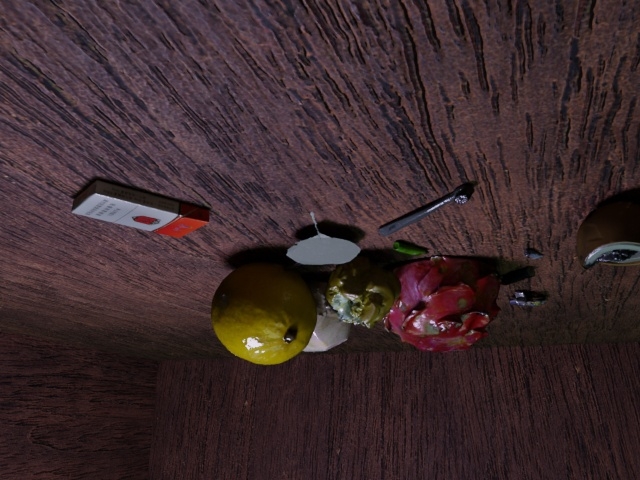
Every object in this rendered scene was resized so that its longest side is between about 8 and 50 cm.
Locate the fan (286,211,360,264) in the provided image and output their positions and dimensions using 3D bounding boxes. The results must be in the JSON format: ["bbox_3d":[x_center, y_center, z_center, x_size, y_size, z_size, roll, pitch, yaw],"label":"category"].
[{"bbox_3d":[0.000,-0.001,1.283,0.182,0.010,0.310,-4,156,4],"label":"fan"}]

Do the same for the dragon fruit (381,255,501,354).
[{"bbox_3d":[0.344,0.200,1.635,0.385,0.249,0.371,0,157,-7],"label":"dragon fruit"}]

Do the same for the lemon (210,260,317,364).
[{"bbox_3d":[-0.155,0.194,1.519,0.296,0.297,0.297,0,161,0],"label":"lemon"}]

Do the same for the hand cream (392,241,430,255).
[{"bbox_3d":[0.231,0.024,1.426,0.121,0.023,0.036,13,154,-43],"label":"hand cream"}]

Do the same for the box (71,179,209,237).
[{"bbox_3d":[-0.371,-0.060,1.160,0.245,0.035,0.139,17,155,-39],"label":"box"}]

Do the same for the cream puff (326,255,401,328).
[{"bbox_3d":[0.109,0.124,1.506,0.194,0.195,0.221,9,170,-25],"label":"cream puff"}]

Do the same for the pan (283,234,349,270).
[{"bbox_3d":[-0.016,0.030,1.411,0.212,0.040,0.114,-24,151,37],"label":"pan"}]

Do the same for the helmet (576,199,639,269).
[{"bbox_3d":[0.628,-0.014,1.146,0.198,0.130,0.224,-11,169,40],"label":"helmet"}]

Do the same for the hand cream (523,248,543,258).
[{"bbox_3d":[0.564,0.036,1.477,0.030,0.019,0.093,-16,162,35],"label":"hand cream"}]

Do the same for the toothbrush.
[{"bbox_3d":[0.214,-0.056,1.181,0.030,0.031,0.297,35,151,-16],"label":"toothbrush"}]

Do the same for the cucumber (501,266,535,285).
[{"bbox_3d":[0.583,0.110,1.661,0.032,0.032,0.133,7,160,-20],"label":"cucumber"}]

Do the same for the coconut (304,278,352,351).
[{"bbox_3d":[-0.006,0.226,1.717,0.230,0.227,0.227,-12,158,33],"label":"coconut"}]

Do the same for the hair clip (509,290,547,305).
[{"bbox_3d":[0.717,0.206,1.940,0.116,0.049,0.172,4,175,34],"label":"hair clip"}]
